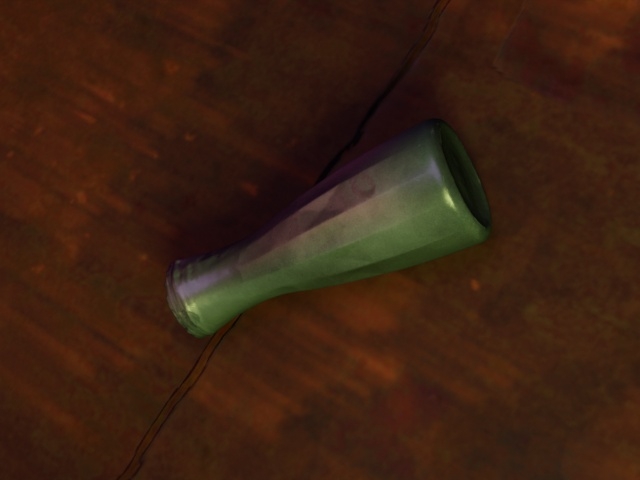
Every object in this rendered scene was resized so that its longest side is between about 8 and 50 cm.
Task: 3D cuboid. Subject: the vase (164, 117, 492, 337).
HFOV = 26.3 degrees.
[{"bbox_3d":[0.000,0.000,0.903,0.214,0.086,0.086,-24,59,19],"label":"vase"}]
